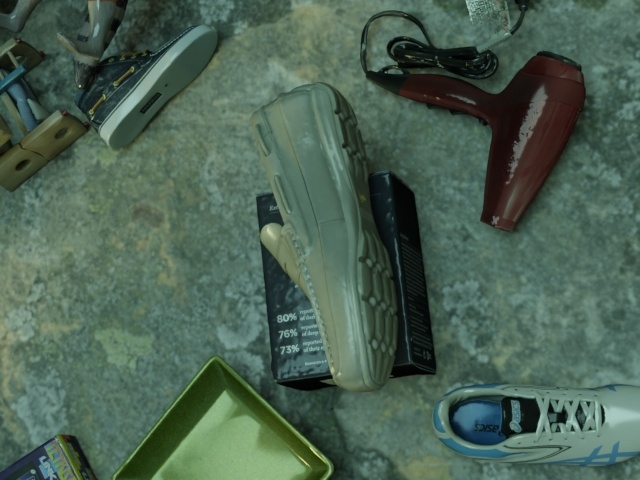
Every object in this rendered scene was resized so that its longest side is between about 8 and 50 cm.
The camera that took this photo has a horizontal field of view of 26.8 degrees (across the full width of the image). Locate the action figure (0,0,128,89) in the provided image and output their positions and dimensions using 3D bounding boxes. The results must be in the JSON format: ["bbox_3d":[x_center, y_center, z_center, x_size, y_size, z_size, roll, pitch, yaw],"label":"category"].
[{"bbox_3d":[-0.249,-0.357,1.564,0.330,0.178,0.341,-53,33,-14],"label":"action figure"}]

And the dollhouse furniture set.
[{"bbox_3d":[-0.384,-0.161,1.546,0.129,0.184,0.129,-38,71,8],"label":"dollhouse furniture set"}]

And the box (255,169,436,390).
[{"bbox_3d":[0.028,0.045,1.412,0.153,0.108,0.207,-9,77,17],"label":"box"}]

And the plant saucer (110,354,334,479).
[{"bbox_3d":[-0.102,0.254,1.449,0.188,0.045,0.188,41,94,21],"label":"plant saucer"}]

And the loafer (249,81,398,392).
[{"bbox_3d":[0.000,0.000,1.319,0.112,0.112,0.319,-18,67,19],"label":"loafer"}]

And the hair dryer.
[{"bbox_3d":[0.175,-0.146,1.434,0.224,0.080,0.293,-25,67,29],"label":"hair dryer"}]

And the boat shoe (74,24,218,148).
[{"bbox_3d":[-0.207,-0.199,1.558,0.183,0.065,0.083,-45,68,5],"label":"boat shoe"}]

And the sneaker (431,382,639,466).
[{"bbox_3d":[0.227,0.181,1.333,0.237,0.086,0.085,-4,77,16],"label":"sneaker"}]

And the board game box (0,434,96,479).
[{"bbox_3d":[-0.304,0.325,1.501,0.141,0.048,0.170,-33,72,8],"label":"board game box"}]
